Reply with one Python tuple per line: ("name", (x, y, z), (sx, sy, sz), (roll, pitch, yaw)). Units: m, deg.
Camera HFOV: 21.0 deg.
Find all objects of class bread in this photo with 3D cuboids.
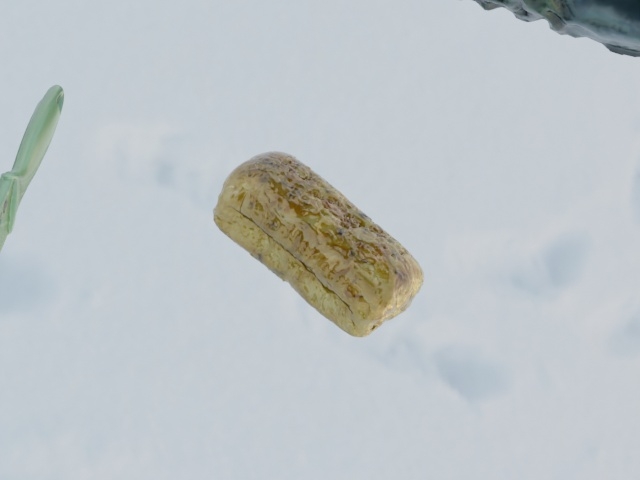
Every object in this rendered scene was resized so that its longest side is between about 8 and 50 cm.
("bread", (0.000, 0.000, 1.639), (0.211, 0.083, 0.114), (40, 33, 14))

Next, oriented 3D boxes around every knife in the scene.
("knife", (-0.154, -0.024, 0.861), (0.207, 0.014, 0.030), (-81, 180, -52))

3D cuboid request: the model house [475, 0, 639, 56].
("model house", (0.211, -0.403, 1.392), (0.395, 0.445, 0.400), (-61, 167, -9))
